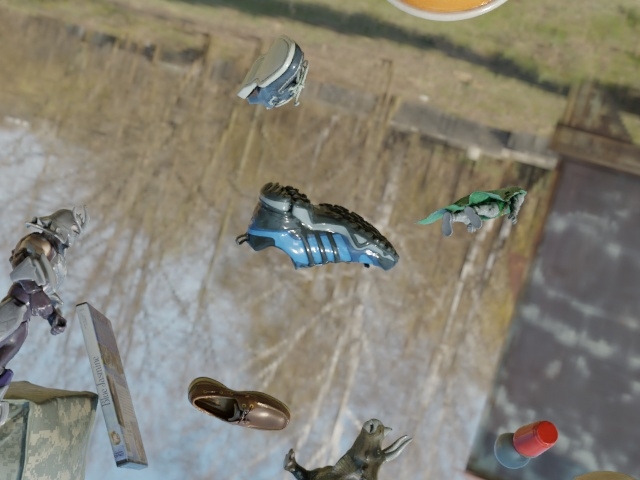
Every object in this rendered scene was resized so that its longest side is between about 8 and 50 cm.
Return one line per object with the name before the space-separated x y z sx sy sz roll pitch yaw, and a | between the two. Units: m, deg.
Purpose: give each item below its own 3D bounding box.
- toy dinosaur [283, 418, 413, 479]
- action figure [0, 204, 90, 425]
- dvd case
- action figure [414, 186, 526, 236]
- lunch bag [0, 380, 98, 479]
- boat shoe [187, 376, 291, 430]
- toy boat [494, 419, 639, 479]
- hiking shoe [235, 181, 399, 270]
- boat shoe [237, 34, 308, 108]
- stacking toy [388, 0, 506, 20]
toy dinosaur | 0.003 0.392 1.673 0.160 0.313 0.121 18 -147 -11
action figure | -0.327 0.082 1.251 0.099 0.285 0.185 27 165 8
dvd case | -0.322 0.231 1.804 0.022 0.253 0.180 -17 167 -3
action figure | 0.252 -0.049 1.747 0.137 0.063 0.232 -14 -178 31
lunch bag | -0.453 0.356 1.691 0.169 0.287 0.235 7 177 13
boat shoe | -0.135 0.280 1.909 0.178 0.064 0.060 19 -165 -9
toy boat | 0.426 0.450 1.980 0.267 0.318 0.148 -30 170 -31
hiking shoe | 0.000 0.000 2.156 0.304 0.132 0.113 24 -163 -19
boat shoe | -0.067 -0.263 1.888 0.079 0.095 0.254 28 163 -14
stacking toy | 0.218 -0.629 2.016 0.350 0.351 0.480 17 168 12
